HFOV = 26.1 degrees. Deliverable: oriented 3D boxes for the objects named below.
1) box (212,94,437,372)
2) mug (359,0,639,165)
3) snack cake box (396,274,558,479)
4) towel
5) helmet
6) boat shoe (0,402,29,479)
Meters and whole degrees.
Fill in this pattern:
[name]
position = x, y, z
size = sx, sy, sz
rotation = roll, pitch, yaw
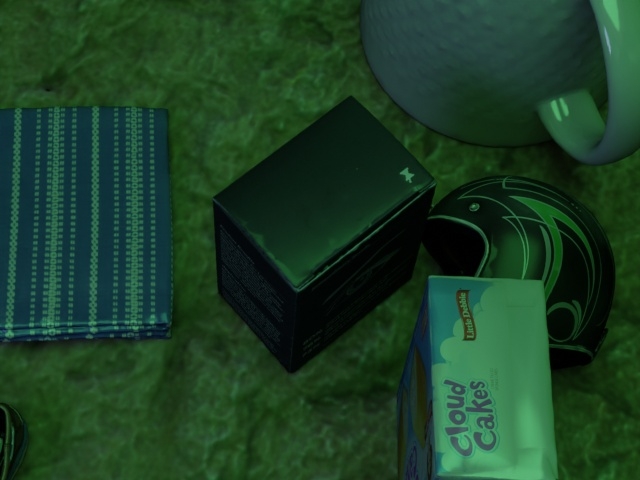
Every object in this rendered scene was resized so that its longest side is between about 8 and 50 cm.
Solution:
[box]
position = 0.000, 0.000, 1.172
size = 0.153, 0.207, 0.108
rotation = -37, 72, -18
[mug]
position = 0.199, -0.240, 1.230
size = 0.276, 0.328, 0.374
rotation = -16, 67, -11
[snack cake box]
position = 0.114, 0.149, 1.077
size = 0.089, 0.264, 0.152
rotation = 3, 64, -2
[towel]
position = -0.303, -0.013, 1.261
size = 0.335, 0.040, 0.243
rotation = -2, 63, -6
[helmet]
position = 0.170, 0.025, 1.199
size = 0.169, 0.169, 0.162
rotation = 2, 74, -2
[boat shoe]
position = -0.294, 0.217, 1.130
size = 0.066, 0.066, 0.183
rotation = 11, 65, 2
